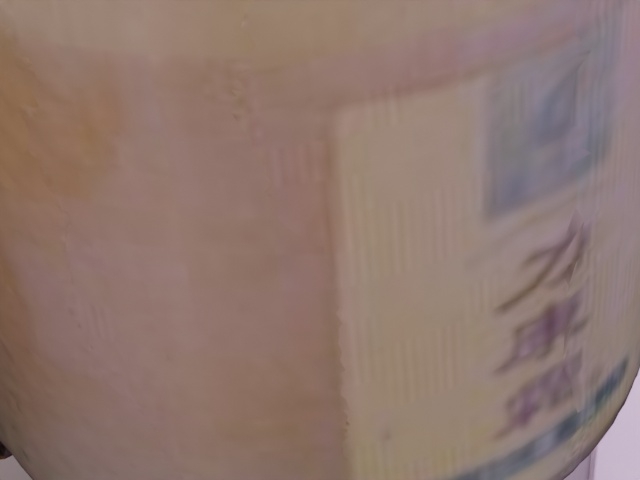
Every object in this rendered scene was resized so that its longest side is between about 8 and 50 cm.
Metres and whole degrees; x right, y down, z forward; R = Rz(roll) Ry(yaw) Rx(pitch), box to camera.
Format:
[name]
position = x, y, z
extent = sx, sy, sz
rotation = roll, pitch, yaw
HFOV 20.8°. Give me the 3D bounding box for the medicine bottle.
[medicine bottle]
position = -0.014, -0.130, 0.465
extent = 0.236, 0.235, 0.406
rotation = -66, 159, -47
